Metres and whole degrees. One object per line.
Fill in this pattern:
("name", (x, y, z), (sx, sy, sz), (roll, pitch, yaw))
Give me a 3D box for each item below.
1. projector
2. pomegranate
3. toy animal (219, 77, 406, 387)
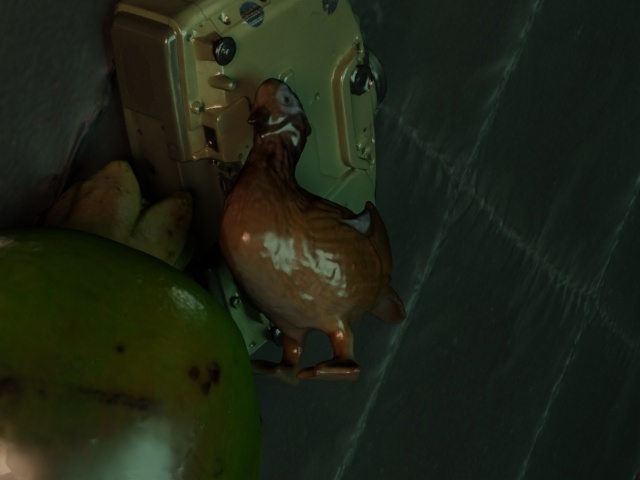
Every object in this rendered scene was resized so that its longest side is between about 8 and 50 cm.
("projector", (-0.032, -0.068, 0.873), (0.193, 0.088, 0.270), (-41, 138, -35))
("pomegranate", (-0.135, 0.070, 0.684), (0.236, 0.236, 0.302), (72, 24, -46))
("toy animal", (0.000, 0.000, 0.797), (0.188, 0.089, 0.179), (17, 70, -57))
